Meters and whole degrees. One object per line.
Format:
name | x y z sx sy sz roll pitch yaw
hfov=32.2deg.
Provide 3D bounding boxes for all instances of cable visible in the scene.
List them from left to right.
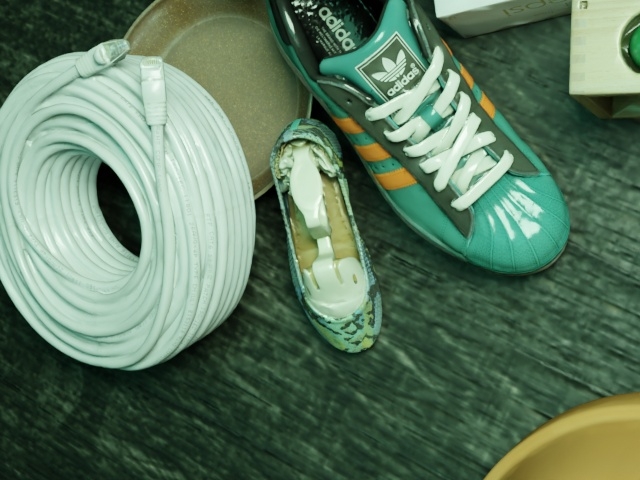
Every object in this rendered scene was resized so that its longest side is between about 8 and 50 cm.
cable | -0.169 -0.025 0.899 0.257 0.089 0.257 -7 101 38

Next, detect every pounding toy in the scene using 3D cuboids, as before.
pounding toy | 0.236 -0.140 0.722 0.130 0.141 0.100 1 88 25

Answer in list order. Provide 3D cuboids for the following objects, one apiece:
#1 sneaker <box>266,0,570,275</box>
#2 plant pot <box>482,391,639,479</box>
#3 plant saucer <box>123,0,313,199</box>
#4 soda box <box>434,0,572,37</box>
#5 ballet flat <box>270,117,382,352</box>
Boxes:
sneaker | 0.060 -0.096 0.796 0.108 0.121 0.302 -43 77 0
plant pot | 0.199 0.246 0.687 0.290 0.203 0.291 -2 86 24
plant saucer | -0.089 -0.118 0.931 0.198 0.036 0.199 -2 86 25
soda box | 0.189 -0.206 0.784 0.216 0.074 0.069 -10 83 24
ballet flat | 0.000 0.000 0.848 0.070 0.070 0.189 -16 93 23
